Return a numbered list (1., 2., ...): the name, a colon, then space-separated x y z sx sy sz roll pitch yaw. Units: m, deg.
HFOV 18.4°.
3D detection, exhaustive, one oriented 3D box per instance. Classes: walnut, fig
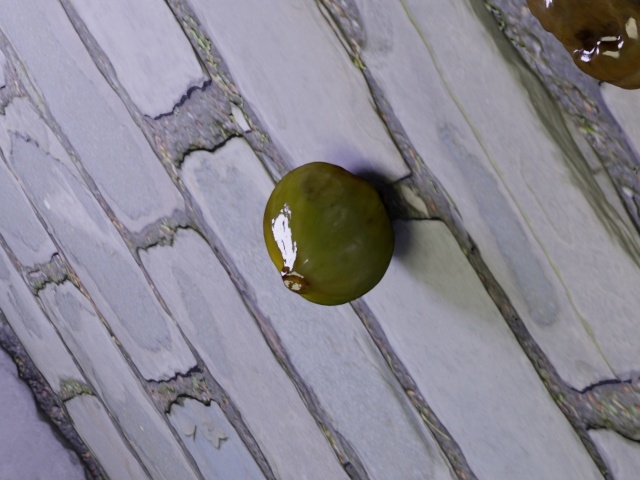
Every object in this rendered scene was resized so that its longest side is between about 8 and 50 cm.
1. walnut: 0.204 -0.166 1.180 0.155 0.155 0.184 56 146 1
2. fig: 0.009 -0.007 1.856 0.136 0.120 0.153 53 -178 -6
